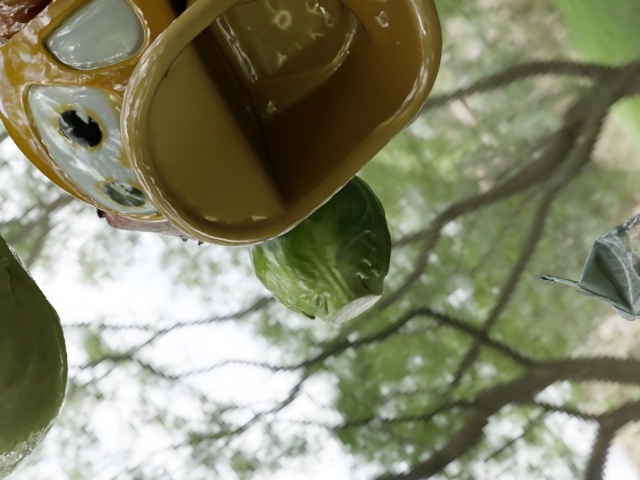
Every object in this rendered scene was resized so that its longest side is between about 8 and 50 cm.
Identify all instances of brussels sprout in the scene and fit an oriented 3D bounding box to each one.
[{"bbox_3d":[0.001,-0.001,1.472,0.155,0.117,0.155,24,-132,-30],"label":"brussels sprout"}]

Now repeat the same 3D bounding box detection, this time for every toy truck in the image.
[{"bbox_3d":[-0.082,-0.130,1.117,0.211,0.288,0.204,50,172,48],"label":"toy truck"}]

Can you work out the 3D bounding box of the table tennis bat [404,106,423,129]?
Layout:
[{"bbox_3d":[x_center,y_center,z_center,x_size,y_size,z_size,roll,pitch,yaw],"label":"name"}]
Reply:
[{"bbox_3d":[0.058,-0.198,2.123,0.107,0.170,0.119,35,-145,-30],"label":"table tennis bat"}]

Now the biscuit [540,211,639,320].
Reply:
[{"bbox_3d":[0.323,-0.022,1.098,0.186,0.309,0.079,14,-131,-56],"label":"biscuit"}]

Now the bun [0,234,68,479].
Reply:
[{"bbox_3d":[-0.402,0.066,1.592,0.364,0.202,0.364,35,-158,-16],"label":"bun"}]

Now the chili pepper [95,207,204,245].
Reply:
[{"bbox_3d":[-0.084,-0.079,1.328,0.144,0.252,0.136,43,-126,-19],"label":"chili pepper"}]
